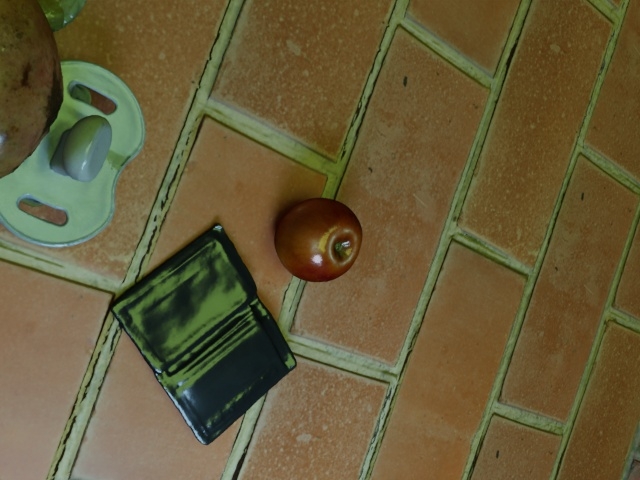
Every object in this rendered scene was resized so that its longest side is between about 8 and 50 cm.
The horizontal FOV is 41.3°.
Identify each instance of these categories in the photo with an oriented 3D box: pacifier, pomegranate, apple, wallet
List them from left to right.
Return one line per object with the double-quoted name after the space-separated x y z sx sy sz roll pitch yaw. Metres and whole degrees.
-0.473 -0.199 1.019 0.322 0.322 0.322 -8 103 -36 "pomegranate"
-0.358 -0.127 1.199 0.227 0.207 0.279 26 82 -33 "pacifier"
-0.190 0.167 1.488 0.247 0.041 0.323 -40 117 -26 "wallet"
0.000 0.000 1.541 0.163 0.139 0.164 -6 99 -37 "apple"

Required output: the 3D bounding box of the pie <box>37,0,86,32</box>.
-0.443 -0.432 1.164 0.306 0.071 0.307 -6 100 -39 "pie"
